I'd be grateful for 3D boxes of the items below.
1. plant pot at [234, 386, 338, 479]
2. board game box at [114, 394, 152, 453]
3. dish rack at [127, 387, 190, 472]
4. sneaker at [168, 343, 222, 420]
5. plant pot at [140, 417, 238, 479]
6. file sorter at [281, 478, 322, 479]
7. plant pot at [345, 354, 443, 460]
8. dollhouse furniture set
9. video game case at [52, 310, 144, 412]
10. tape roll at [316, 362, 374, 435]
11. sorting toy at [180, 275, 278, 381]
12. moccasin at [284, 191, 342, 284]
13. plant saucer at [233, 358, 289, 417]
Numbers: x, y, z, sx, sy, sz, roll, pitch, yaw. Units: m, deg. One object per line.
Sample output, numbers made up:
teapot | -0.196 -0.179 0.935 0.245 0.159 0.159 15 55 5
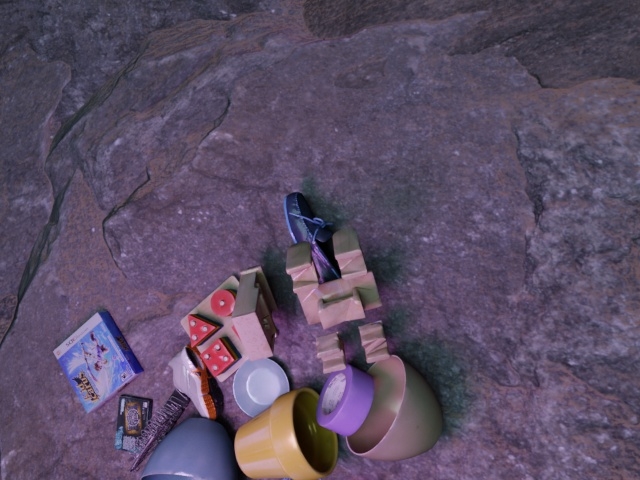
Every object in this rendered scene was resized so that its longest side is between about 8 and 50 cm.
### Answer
plant pot | -0.111 0.591 1.528 0.239 0.254 0.253 -25 79 22
board game box | -0.652 0.640 1.801 0.126 0.026 0.186 4 87 18
dish rack | -0.523 0.603 1.644 0.074 0.271 0.208 33 96 4
sneaker | -0.420 0.485 1.715 0.121 0.099 0.262 -34 69 20
plant pot | -0.385 0.673 1.612 0.291 0.290 0.195 -6 48 17
file sorter | -0.074 0.766 1.538 0.118 0.170 0.104 19 89 18
plant pot | 0.226 0.488 1.439 0.191 0.284 0.284 29 95 -14
dollhouse furniture set | -0.031 0.169 1.503 0.395 0.256 0.361 -16 116 6
video game case | -0.796 0.432 1.844 0.244 0.061 0.269 -40 76 12
tape roll | 0.070 0.457 1.489 0.080 0.189 0.188 29 95 -14
sorting toy | -0.317 0.290 1.691 0.257 0.089 0.255 -41 75 11
moccasin | 0.000 0.000 1.604 0.117 0.138 0.341 -23 92 28
plant saucer | -0.186 0.472 1.664 0.195 0.037 0.194 -1 86 18
